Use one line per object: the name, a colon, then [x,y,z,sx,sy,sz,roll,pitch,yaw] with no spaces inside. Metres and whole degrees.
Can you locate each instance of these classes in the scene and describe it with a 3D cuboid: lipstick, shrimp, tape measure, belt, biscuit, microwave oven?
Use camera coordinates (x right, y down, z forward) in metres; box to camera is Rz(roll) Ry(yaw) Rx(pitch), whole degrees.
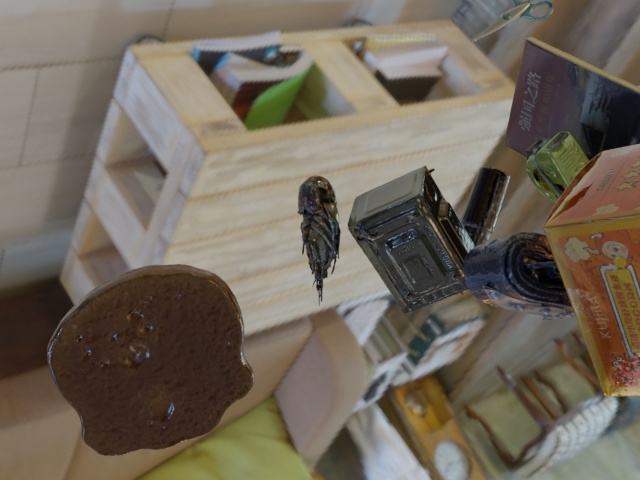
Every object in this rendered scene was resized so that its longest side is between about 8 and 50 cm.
lipstick: [0.349,-0.021,2.128,0.081,0.081,0.300,23,86,-62]
shrimp: [0.000,0.000,1.671,0.079,0.233,0.090,0,177,-43]
tape measure: [0.481,-0.135,1.870,0.087,0.177,0.154,-42,-160,-14]
belt: [0.340,0.051,1.471,0.218,0.122,0.128,11,163,-32]
biscuit: [-0.232,0.165,1.315,0.272,0.257,0.049,-21,-166,-1]
microwave oven: [0.163,0.004,1.636,0.163,0.205,0.129,-24,-157,25]

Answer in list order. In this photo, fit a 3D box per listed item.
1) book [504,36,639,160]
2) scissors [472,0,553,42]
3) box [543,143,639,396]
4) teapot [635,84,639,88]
book: [0.544,-0.226,1.916,0.028,0.374,0.263,-29,138,-33]
scissors: [0.244,-0.287,1.216,0.119,0.058,0.014,-35,158,-14]
box: [0.481,0.032,1.321,0.213,0.284,0.259,-9,-157,41]
teapot: [0.749,-0.201,1.948,0.285,0.305,0.223,-18,174,34]
